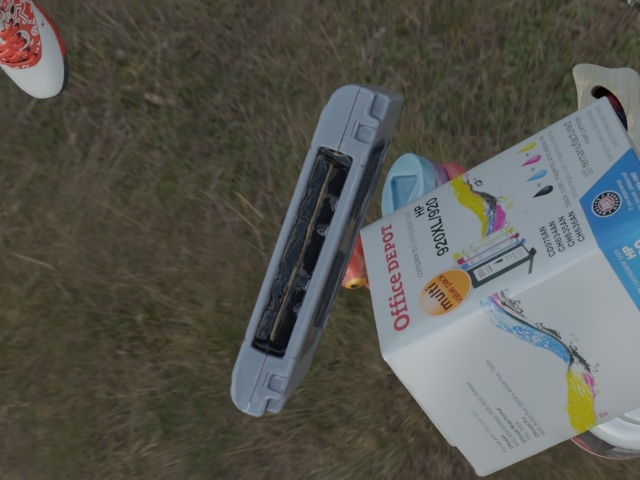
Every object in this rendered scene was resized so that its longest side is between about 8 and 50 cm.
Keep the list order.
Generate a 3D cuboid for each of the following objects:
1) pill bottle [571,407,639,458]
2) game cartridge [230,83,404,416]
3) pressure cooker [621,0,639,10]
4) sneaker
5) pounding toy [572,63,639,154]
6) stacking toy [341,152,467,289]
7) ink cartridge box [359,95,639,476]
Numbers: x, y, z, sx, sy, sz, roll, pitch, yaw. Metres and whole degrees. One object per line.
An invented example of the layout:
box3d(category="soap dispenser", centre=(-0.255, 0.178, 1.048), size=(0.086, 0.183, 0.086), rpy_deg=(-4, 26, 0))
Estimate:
box3d(category="pill bottle", centre=(0.374, 0.167, 1.486), size=(0.176, 0.318, 0.176), rpy_deg=(-1, 76, 6))
box3d(category="game cartridge", centre=(0.000, 0.000, 1.128), size=(0.062, 0.198, 0.297), rpy_deg=(20, 100, 2))
box3d(category="pressure cooker", centre=(0.480, -0.469, 1.453), size=(0.369, 0.420, 0.376), rpy_deg=(-16, 94, 14))
box3d(category="sneaker", centre=(-0.379, -0.253, 1.423), size=(0.090, 0.145, 0.270), rpy_deg=(-5, 126, 12))
box3d(category="pounding toy", centre=(0.421, -0.110, 1.782), size=(0.154, 0.155, 0.270), rpy_deg=(-11, 72, 32))
box3d(category="stacking toy", centre=(0.123, 0.029, 1.972), size=(0.130, 0.309, 0.280), rpy_deg=(10, 47, -25))
box3d(category="ink cartridge box", centre=(0.175, 0.039, 0.983), size=(0.232, 0.171, 0.168), rpy_deg=(-29, 123, 16))
